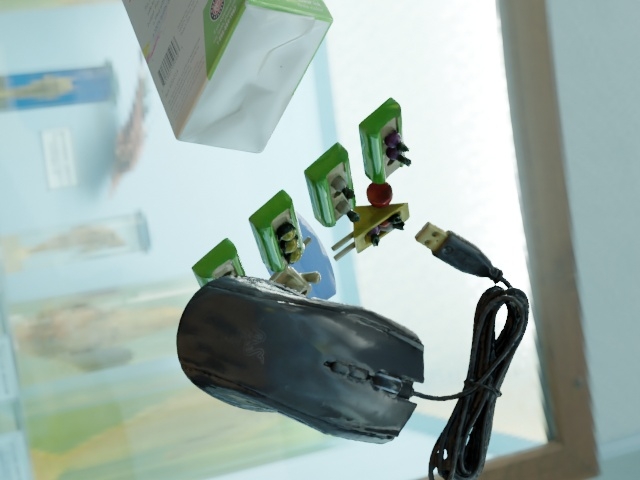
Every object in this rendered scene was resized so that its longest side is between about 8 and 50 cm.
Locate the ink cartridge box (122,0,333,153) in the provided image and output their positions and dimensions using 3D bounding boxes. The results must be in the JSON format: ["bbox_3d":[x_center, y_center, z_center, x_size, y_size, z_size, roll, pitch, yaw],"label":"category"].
[{"bbox_3d":[-0.128,-0.297,1.620,0.207,0.119,0.353,-58,-139,35],"label":"ink cartridge box"}]

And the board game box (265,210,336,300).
[{"bbox_3d":[-0.042,0.032,1.821,0.033,0.169,0.133,-28,-88,27],"label":"board game box"}]

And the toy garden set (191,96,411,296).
[{"bbox_3d":[0.000,0.000,1.326,0.049,0.244,0.204,44,-13,20],"label":"toy garden set"}]

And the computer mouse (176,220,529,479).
[{"bbox_3d":[0.039,0.063,1.006,0.184,0.262,0.060,-68,-164,-7],"label":"computer mouse"}]
